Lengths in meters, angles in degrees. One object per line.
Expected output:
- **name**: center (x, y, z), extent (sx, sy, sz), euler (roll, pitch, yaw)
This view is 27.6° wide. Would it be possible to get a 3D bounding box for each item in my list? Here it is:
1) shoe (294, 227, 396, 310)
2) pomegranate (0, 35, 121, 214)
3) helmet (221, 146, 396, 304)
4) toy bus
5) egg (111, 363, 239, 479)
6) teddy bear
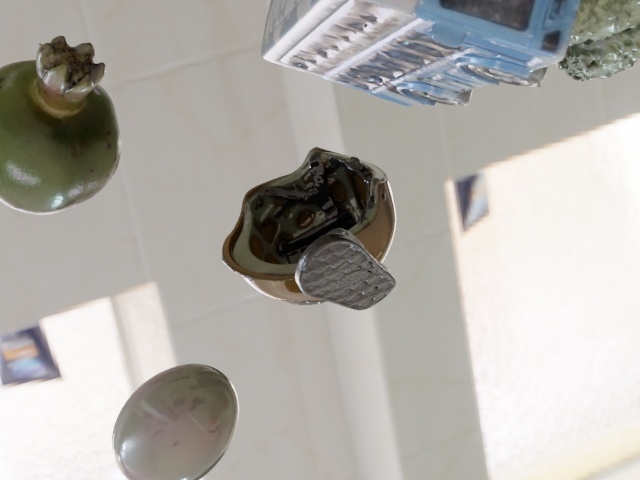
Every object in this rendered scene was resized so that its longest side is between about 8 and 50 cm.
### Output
- **shoe**: center (0.016, 0.022, 1.262), extent (0.071, 0.179, 0.049), euler (-41, -116, 9)
- **pomegranate**: center (-0.187, -0.084, 0.903), extent (0.114, 0.114, 0.142), euler (-33, 167, -43)
- **helmet**: center (0.000, 0.000, 1.607), extent (0.224, 0.130, 0.198), euler (-43, -142, -13)
- **toy bus**: center (0.051, -0.142, 0.732), extent (0.131, 0.106, 0.297), euler (16, 179, -9)
- **egg**: center (-0.134, 0.174, 1.211), extent (0.135, 0.103, 0.103), euler (-46, -162, 13)
- **teddy bear**: center (0.212, -0.188, 0.783), extent (0.111, 0.213, 0.133), euler (36, -168, 27)
